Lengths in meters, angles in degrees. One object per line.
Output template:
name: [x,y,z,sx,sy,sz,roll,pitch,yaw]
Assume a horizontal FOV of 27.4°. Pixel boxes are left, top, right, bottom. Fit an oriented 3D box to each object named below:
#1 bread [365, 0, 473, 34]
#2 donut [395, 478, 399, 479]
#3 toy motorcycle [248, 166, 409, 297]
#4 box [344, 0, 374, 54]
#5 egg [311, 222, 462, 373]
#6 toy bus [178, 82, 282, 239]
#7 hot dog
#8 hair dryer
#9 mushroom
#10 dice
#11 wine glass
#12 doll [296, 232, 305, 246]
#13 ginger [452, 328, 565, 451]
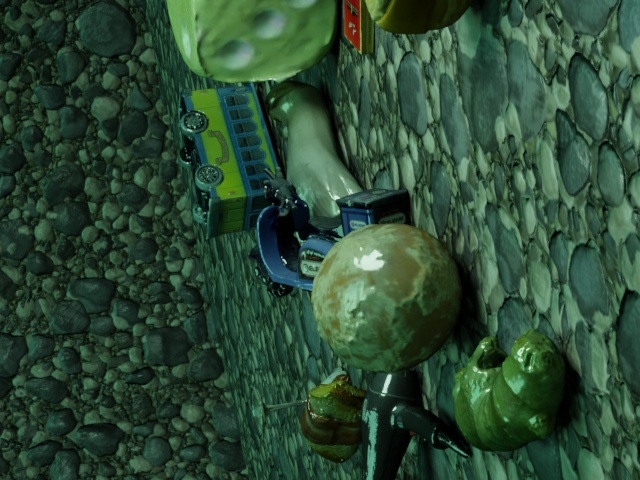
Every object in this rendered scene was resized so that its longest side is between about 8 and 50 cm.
bread: [0.120,-0.336,1.478,0.236,0.140,0.106,98,162,-52]
donut: [0.115,0.574,2.121,0.382,0.143,0.382,171,90,-76]
toy motorcycle: [0.000,0.000,2.054,0.359,0.125,0.212,7,109,50]
box: [0.058,-0.357,1.974,0.090,0.023,0.133,-117,22,-57]
egg: [0.093,0.075,1.760,0.245,0.203,0.203,130,130,-59]
toy bus: [-0.192,-0.174,2.765,0.152,0.190,0.312,100,156,-56]
hot dog: [0.029,0.305,2.340,0.261,0.123,0.093,105,165,-52]
hair dryer: [0.134,0.307,1.939,0.272,0.091,0.235,-178,100,-68]
mushroom: [-0.002,-0.138,2.225,0.159,0.122,0.328,-39,54,32]
dice: [-0.118,-0.420,2.163,0.254,0.252,0.249,-115,20,-51]
wine glass: [-0.036,0.309,2.472,0.122,0.183,0.122,170,90,-75]
doll: [-0.001,-0.005,2.369,0.084,0.073,0.127,3,-107,-71]
ginger: [0.217,0.181,1.553,0.290,0.089,0.137,136,142,-78]
